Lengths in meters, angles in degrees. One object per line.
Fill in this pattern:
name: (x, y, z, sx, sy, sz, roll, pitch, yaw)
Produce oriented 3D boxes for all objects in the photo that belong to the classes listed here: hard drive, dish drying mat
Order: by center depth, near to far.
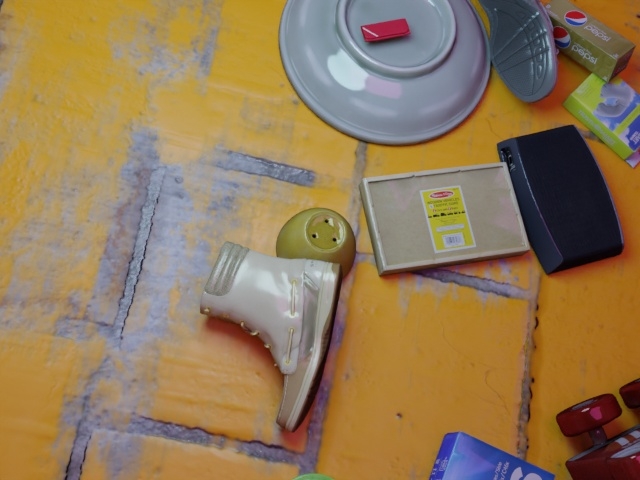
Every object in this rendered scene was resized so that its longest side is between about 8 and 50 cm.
dish drying mat: (0.111, -0.359, 1.284, 0.083, 0.008, 0.032, -14, 74, -13)
hard drive: (0.429, -0.081, 1.330, 0.171, 0.054, 0.255, -13, 75, -14)

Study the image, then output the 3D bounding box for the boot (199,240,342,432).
boot: (-0.088, 0.143, 1.148, 0.203, 0.095, 0.262, 12, 90, 7)

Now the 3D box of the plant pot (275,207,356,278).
plant pot: (0.000, 0.000, 1.208, 0.134, 0.095, 0.134, 3, 71, -9)

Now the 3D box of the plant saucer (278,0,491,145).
plant saucer: (0.127, -0.371, 1.349, 0.400, 0.100, 0.401, 3, 71, -9)

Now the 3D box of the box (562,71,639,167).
box: (0.556, -0.235, 1.409, 0.178, 0.042, 0.109, 44, 71, 7)

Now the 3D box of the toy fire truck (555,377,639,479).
toy fire truck: (0.521, 0.291, 1.120, 0.302, 0.254, 0.169, -19, 77, -15)

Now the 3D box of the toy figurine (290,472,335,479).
toy figurine: (-0.007, 0.411, 1.040, 0.130, 0.159, 0.173, 23, 71, -2)

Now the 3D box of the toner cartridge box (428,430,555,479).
toner cartridge box: (0.209, 0.475, 1.102, 0.165, 0.075, 0.348, 24, 70, 0)

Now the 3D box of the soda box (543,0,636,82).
soda box: (0.492, -0.378, 1.407, 0.058, 0.061, 0.181, -38, 65, -19)

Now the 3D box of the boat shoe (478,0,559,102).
boat shoe: (0.369, -0.397, 1.392, 0.103, 0.118, 0.321, 6, 59, -46)

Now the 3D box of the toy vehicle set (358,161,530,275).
toy vehicle set: (0.212, -0.039, 1.289, 0.266, 0.035, 0.166, -7, 74, -12)
